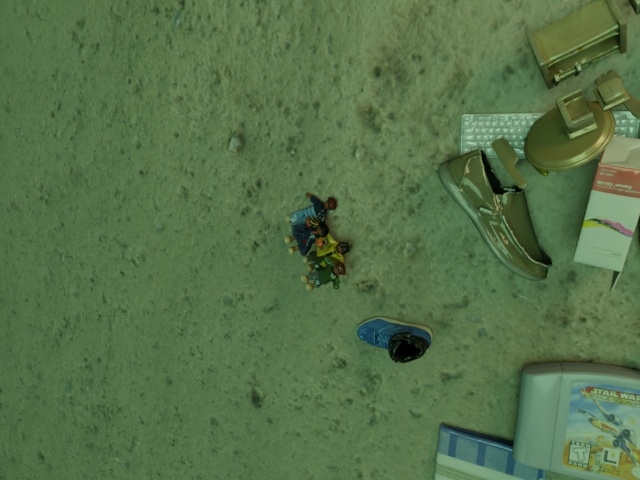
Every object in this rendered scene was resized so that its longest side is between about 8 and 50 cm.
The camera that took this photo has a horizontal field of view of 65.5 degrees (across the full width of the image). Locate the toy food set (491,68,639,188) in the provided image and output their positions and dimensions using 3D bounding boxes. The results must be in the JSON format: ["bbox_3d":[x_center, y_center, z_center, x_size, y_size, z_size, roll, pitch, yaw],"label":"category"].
[{"bbox_3d":[0.361,-0.151,0.725,0.192,0.132,0.038,-32,132,24],"label":"toy food set"}]

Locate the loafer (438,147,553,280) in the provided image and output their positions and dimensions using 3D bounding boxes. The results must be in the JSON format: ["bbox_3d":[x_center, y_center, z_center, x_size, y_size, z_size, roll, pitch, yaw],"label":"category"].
[{"bbox_3d":[0.296,-0.045,0.806,0.087,0.094,0.251,-41,87,32],"label":"loafer"}]

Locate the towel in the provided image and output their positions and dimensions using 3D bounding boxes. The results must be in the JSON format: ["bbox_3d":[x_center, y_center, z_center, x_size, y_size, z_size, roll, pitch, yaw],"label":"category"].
[{"bbox_3d":[0.329,0.515,0.991,0.209,0.034,0.285,7,106,24],"label":"towel"}]

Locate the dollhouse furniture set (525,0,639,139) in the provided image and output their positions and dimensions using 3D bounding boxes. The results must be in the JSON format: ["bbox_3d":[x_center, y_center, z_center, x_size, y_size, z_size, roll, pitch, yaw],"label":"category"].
[{"bbox_3d":[0.405,-0.244,0.676,0.181,0.101,0.161,-23,73,27],"label":"dollhouse furniture set"}]

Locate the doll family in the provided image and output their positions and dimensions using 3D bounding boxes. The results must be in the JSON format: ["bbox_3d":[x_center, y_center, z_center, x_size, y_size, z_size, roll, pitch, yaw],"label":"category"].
[{"bbox_3d":[0.000,0.000,0.960,0.111,0.076,0.193,-26,91,32],"label":"doll family"}]

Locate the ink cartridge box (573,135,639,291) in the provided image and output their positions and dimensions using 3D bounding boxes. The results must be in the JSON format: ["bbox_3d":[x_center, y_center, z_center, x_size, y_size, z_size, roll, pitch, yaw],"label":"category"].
[{"bbox_3d":[0.422,-0.037,0.723,0.067,0.115,0.198,15,127,28],"label":"ink cartridge box"}]

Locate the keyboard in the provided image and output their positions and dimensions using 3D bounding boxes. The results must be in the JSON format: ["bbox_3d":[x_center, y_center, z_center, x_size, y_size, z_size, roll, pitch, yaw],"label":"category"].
[{"bbox_3d":[0.355,-0.166,0.790,0.255,0.014,0.072,5,107,22],"label":"keyboard"}]

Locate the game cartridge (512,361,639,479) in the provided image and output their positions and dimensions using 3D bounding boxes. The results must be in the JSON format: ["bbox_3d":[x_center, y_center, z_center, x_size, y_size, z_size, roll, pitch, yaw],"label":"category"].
[{"bbox_3d":[0.490,0.311,0.838,0.297,0.062,0.198,5,105,20],"label":"game cartridge"}]

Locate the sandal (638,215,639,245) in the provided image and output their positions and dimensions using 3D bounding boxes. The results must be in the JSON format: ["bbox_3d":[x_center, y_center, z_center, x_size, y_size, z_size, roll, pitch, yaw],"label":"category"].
[{"bbox_3d":[0.523,-0.054,0.707,0.120,0.086,0.303,-11,98,21],"label":"sandal"}]

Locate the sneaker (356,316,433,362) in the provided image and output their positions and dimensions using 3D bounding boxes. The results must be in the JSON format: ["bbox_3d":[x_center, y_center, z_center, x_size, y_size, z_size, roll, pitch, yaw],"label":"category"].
[{"bbox_3d":[0.132,0.191,0.951,0.152,0.084,0.058,5,107,22],"label":"sneaker"}]
